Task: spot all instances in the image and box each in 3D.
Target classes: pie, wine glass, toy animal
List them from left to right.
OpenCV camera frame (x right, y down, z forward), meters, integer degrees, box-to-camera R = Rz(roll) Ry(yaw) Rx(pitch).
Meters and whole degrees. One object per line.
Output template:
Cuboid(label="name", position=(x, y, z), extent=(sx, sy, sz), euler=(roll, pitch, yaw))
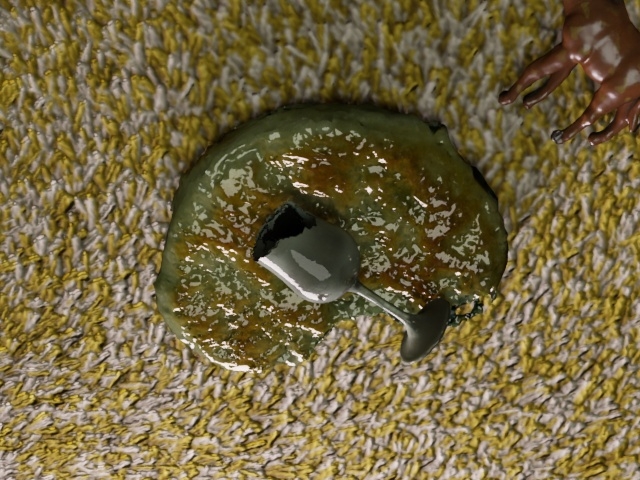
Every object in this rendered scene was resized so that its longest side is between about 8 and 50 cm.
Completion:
Cuboid(label="pie", position=(0.000, 0.000, 1.393), extent=(0.371, 0.078, 0.296), euler=(-14, 120, 8))
Cuboid(label="wine glass", position=(0.029, 0.040, 1.328), extent=(0.195, 0.079, 0.079), euler=(33, 116, -19))
Cuboid(label="toy animal", position=(0.236, -0.215, 1.271), extent=(0.224, 0.066, 0.229), euler=(34, 127, 4))
